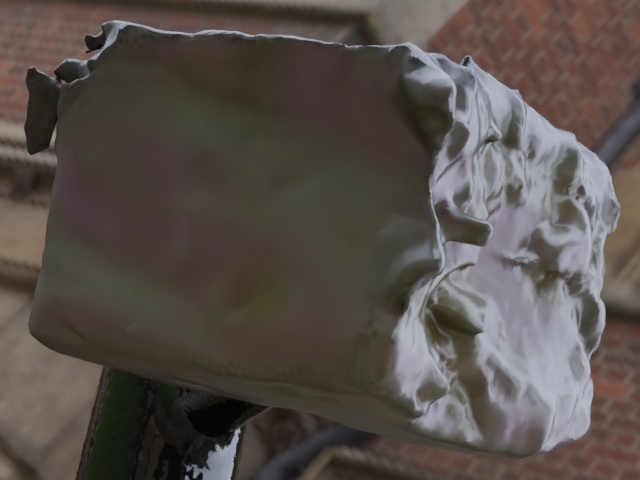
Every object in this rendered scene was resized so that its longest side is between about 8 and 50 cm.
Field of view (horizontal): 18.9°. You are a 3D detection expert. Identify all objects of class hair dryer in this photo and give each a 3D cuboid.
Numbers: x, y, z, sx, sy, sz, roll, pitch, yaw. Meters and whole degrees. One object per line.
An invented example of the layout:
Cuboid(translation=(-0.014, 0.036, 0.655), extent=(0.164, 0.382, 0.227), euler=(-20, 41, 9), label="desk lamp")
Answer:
Cuboid(translation=(-0.037, 0.063, 1.007), extent=(0.089, 0.197, 0.251), euler=(25, -31, -25), label="hair dryer")

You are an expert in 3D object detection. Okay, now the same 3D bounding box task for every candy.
Cuboid(translation=(0.000, 0.000, 0.742), extent=(0.195, 0.137, 0.185), euler=(7, -10, 33), label="candy")
